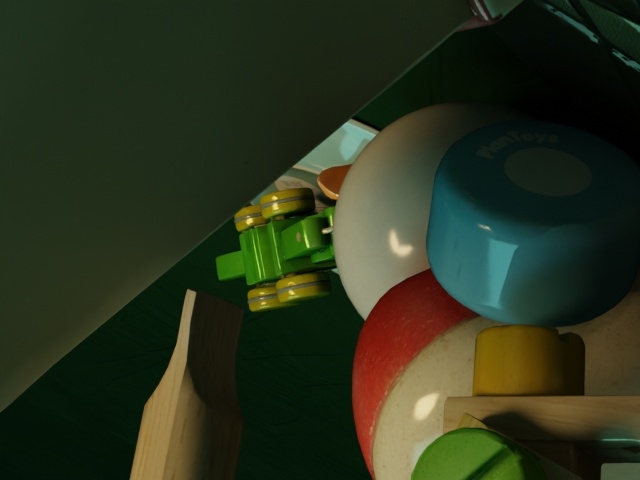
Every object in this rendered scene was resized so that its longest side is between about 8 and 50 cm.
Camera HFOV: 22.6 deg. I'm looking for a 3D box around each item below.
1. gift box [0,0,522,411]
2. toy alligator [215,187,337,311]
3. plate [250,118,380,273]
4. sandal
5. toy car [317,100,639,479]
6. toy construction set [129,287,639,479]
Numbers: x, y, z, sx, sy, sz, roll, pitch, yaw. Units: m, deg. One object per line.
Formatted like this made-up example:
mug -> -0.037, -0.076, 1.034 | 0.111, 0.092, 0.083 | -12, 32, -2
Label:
gift box -> -0.104, -0.130, 0.447 | 0.255, 0.258, 0.276 | 3, 127, 54
toy alligator -> 0.000, 0.000, 0.828 | 0.051, 0.056, 0.189 | -8, 174, -26
plate -> 0.018, -0.013, 0.875 | 0.188, 0.024, 0.188 | 26, 160, 10
sandal -> 0.072, -0.106, 0.542 | 0.219, 0.060, 0.090 | 34, 159, 33
toy car -> 0.093, 0.010, 0.662 | 0.238, 0.210, 0.219 | -118, 24, -50
toy construction set -> 0.089, 0.065, 0.435 | 0.309, 0.237, 0.257 | 16, 168, -38
